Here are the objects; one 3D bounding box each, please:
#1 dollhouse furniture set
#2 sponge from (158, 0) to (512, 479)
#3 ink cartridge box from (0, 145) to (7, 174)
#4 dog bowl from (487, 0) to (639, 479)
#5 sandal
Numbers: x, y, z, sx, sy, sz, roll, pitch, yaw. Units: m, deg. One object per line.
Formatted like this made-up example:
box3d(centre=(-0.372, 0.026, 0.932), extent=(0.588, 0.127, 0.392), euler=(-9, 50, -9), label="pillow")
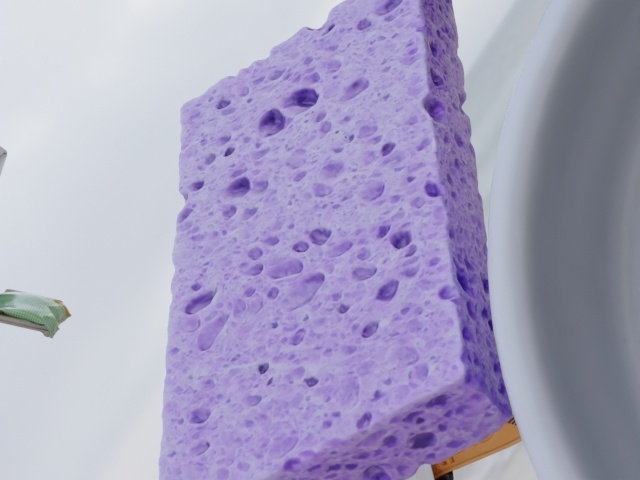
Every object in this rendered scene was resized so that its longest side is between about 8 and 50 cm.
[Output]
box3d(centre=(-0.275, 0.029, 1.297), extent=(0.076, 0.151, 0.059), euler=(-89, 12, -82), label="dollhouse furniture set")
box3d(centre=(0.000, 0.000, 0.551), extent=(0.117, 0.031, 0.210), euler=(-29, 38, 24), label="sponge")
box3d(centre=(-0.453, -0.076, 1.522), extent=(0.117, 0.278, 0.201), euler=(-53, -3, -37), label="ink cartridge box")
box3d(centre=(0.182, 0.005, 0.403), extent=(0.265, 0.265, 0.104), euler=(-57, -20, 11), label="dog bowl")
box3d(centre=(0.126, 0.240, 1.715), extent=(0.265, 0.102, 0.076), euler=(-25, 37, 3), label="sandal")
